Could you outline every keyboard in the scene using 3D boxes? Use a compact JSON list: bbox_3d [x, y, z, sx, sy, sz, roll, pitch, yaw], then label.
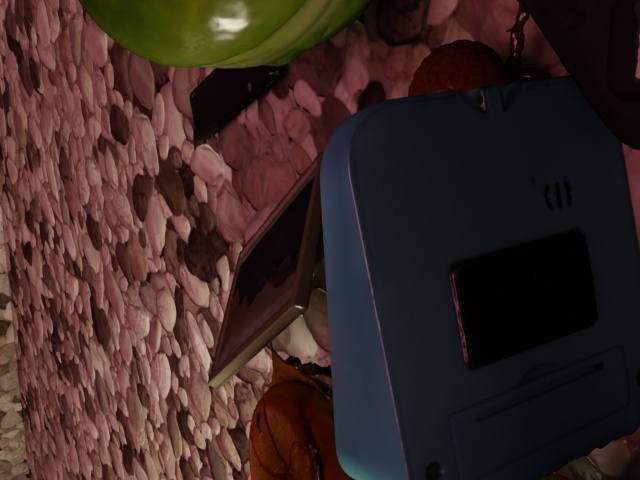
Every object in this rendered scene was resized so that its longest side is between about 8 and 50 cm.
[{"bbox_3d":[-0.108,-0.191,0.938,0.231,0.023,0.072,-23,75,56],"label":"keyboard"}]

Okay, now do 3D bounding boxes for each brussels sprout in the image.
[{"bbox_3d":[-0.071,-0.296,0.631,0.371,0.275,0.315,-10,80,50],"label":"brussels sprout"}]

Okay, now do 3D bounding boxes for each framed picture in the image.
[{"bbox_3d":[-0.060,0.041,0.861,0.265,0.018,0.192,-47,28,52],"label":"framed picture"}]

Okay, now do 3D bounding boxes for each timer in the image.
[{"bbox_3d":[0.108,0.026,0.505,0.091,0.231,0.250,3,103,59],"label":"timer"}]

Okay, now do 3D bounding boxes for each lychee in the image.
[{"bbox_3d":[0.115,-0.106,0.561,0.114,0.101,0.140,49,132,24],"label":"lychee"}]

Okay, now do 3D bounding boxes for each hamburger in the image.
[{"bbox_3d":[0.019,0.235,0.787,0.262,0.138,0.243,49,136,48],"label":"hamburger"}]

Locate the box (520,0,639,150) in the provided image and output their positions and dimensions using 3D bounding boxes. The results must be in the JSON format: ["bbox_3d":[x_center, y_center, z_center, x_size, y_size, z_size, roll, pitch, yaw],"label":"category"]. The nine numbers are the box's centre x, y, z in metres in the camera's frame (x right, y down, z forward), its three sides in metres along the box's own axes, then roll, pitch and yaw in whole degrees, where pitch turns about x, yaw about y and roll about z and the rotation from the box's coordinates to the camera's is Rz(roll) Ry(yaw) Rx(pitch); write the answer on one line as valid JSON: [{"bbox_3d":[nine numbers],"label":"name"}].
[{"bbox_3d":[0.203,-0.230,0.408,0.290,0.073,0.289,-48,62,52],"label":"box"}]

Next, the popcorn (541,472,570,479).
[{"bbox_3d":[0.184,0.258,0.518,0.253,0.191,0.190,-9,108,48],"label":"popcorn"}]

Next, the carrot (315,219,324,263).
[{"bbox_3d":[0.000,0.001,0.835,0.036,0.035,0.165,62,147,21],"label":"carrot"}]
